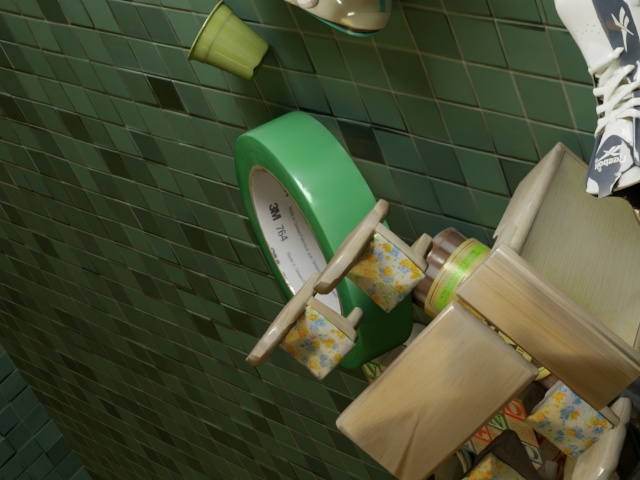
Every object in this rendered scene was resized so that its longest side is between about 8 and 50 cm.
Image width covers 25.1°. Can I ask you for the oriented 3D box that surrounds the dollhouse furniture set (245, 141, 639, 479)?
[{"bbox_3d":[0.156,0.129,1.463,0.362,0.256,0.394,39,123,-2],"label":"dollhouse furniture set"}]

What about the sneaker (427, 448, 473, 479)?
[{"bbox_3d":[0.170,0.363,2.155,0.100,0.108,0.272,21,144,42],"label":"sneaker"}]

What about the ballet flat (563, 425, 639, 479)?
[{"bbox_3d":[0.362,0.313,1.817,0.095,0.096,0.280,17,143,44],"label":"ballet flat"}]

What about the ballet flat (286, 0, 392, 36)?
[{"bbox_3d":[-0.023,-0.288,1.524,0.248,0.086,0.086,24,148,32],"label":"ballet flat"}]

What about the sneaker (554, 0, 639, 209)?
[{"bbox_3d":[0.267,-0.113,1.261,0.235,0.153,0.094,49,152,-11],"label":"sneaker"}]

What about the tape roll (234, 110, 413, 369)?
[{"bbox_3d":[0.000,0.000,1.776,0.321,0.077,0.321,56,163,26],"label":"tape roll"}]

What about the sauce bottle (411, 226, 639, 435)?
[{"bbox_3d":[0.261,0.111,1.654,0.344,0.111,0.111,32,151,21],"label":"sauce bottle"}]

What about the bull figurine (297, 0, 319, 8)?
[{"bbox_3d":[-0.036,-0.326,1.382,0.310,0.101,0.188,34,152,33],"label":"bull figurine"}]

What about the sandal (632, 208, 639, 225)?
[{"bbox_3d":[0.373,0.015,1.402,0.180,0.072,0.049,45,170,2],"label":"sandal"}]

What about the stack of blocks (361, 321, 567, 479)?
[{"bbox_3d":[0.193,0.193,1.893,0.297,0.087,0.171,18,144,42],"label":"stack of blocks"}]

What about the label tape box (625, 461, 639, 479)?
[{"bbox_3d":[0.449,0.288,1.495,0.106,0.240,0.333,52,152,-11],"label":"label tape box"}]

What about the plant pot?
[{"bbox_3d":[-0.104,-0.232,1.717,0.079,0.083,0.083,31,154,-2],"label":"plant pot"}]
